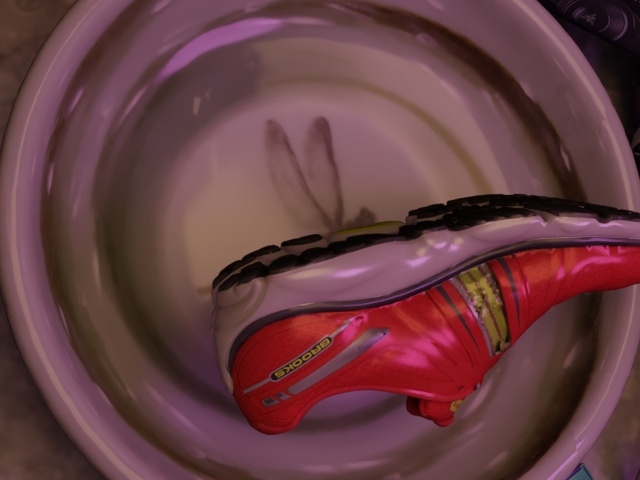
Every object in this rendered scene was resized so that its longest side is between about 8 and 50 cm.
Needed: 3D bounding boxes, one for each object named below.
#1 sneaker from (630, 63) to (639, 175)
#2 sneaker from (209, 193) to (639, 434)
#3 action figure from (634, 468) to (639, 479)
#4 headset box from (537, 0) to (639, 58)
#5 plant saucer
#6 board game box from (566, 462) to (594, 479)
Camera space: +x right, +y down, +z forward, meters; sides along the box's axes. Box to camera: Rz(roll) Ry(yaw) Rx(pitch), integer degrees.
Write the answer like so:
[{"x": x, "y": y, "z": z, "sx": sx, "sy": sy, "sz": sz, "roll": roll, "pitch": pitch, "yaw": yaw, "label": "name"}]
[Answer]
[{"x": 0.353, "y": -0.089, "z": 1.113, "sx": 0.283, "sy": 0.107, "sz": 0.124, "roll": 13, "pitch": 69, "yaw": -15, "label": "sneaker"}, {"x": 0.073, "y": 0.042, "z": 0.906, "sx": 0.279, "sy": 0.107, "sz": 0.118, "roll": -12, "pitch": 100, "yaw": -16, "label": "sneaker"}, {"x": 0.343, "y": 0.073, "z": 0.930, "sx": 0.275, "sy": 0.370, "sz": 0.248, "roll": -26, "pitch": 84, "yaw": -17, "label": "action figure"}, {"x": 0.181, "y": -0.278, "z": 1.049, "sx": 0.283, "sy": 0.131, "sz": 0.246, "roll": 25, "pitch": 56, "yaw": -9, "label": "headset box"}, {"x": 0.000, "y": 0.000, "z": 0.981, "sx": 0.400, "sy": 0.100, "sz": 0.401, "roll": 4, "pitch": 76, "yaw": -17, "label": "plant saucer"}, {"x": 0.156, "y": 0.269, "z": 0.999, "sx": 0.160, "sy": 0.047, "sz": 0.210, "roll": -34, "pitch": 90, "yaw": -20, "label": "board game box"}]
